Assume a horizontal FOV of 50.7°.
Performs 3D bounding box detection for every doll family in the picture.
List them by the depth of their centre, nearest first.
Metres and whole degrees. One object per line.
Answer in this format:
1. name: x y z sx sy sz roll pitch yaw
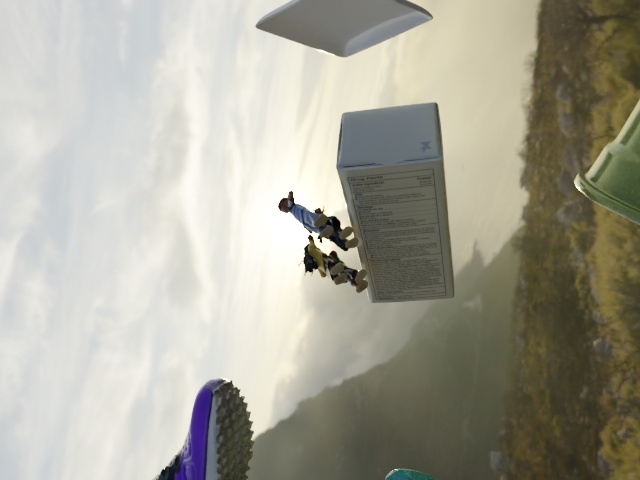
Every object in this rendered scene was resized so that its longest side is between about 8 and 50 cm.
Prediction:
1. doll family: 0.000 0.000 1.012 0.111 0.076 0.193 38 148 51

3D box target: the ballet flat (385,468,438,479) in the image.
1. ballet flat: 0.260 0.580 1.485 0.083 0.247 0.087 -63 6 16

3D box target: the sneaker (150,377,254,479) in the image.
1. sneaker: -0.168 0.307 0.816 0.102 0.146 0.293 -16 -70 -73

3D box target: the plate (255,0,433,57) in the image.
1. plate: 0.048 -0.479 1.431 0.278 0.277 0.045 -11 79 47

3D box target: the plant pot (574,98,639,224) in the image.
1. plant pot: 0.451 -0.132 0.713 0.276 0.276 0.254 -76 2 -69

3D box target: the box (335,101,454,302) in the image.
1. box: 0.122 -0.045 1.021 0.311 0.148 0.121 75 -165 -48
